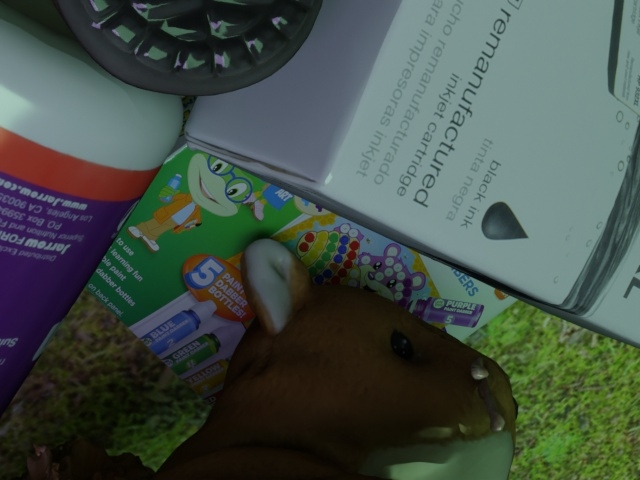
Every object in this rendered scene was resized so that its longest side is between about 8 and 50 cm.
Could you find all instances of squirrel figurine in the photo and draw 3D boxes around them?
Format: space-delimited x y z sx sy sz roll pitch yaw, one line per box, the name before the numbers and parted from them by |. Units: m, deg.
squirrel figurine | -0.070 0.171 0.494 0.396 0.371 0.281 -7 129 20

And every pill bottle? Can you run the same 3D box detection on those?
pill bottle | -0.217 0.016 0.475 0.181 0.181 0.323 26 108 -31

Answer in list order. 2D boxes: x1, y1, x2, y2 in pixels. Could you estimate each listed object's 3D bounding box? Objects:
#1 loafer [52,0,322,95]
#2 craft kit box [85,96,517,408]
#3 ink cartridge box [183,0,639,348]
loafer | -0.078 -0.234 0.383 0.133 0.130 0.366 1 90 -23
craft kit box | 0.000 0.000 0.627 0.246 0.061 0.250 -39 125 1
ink cartridge box | 0.119 -0.085 0.520 0.307 0.129 0.223 23 90 -38
